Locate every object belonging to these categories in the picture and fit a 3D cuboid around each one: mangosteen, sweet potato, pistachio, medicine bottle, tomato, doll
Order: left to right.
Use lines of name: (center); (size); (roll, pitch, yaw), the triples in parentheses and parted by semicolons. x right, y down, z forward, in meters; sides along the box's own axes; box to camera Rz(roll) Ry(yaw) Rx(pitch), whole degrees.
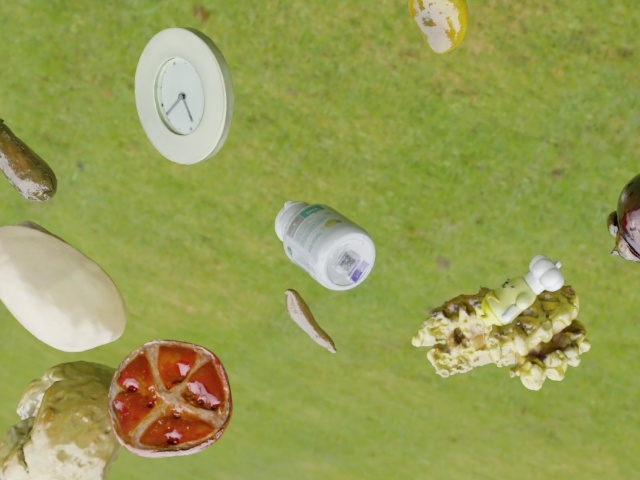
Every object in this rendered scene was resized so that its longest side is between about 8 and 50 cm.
sweet potato: (-0.578, -0.174, 1.892); (0.273, 0.075, 0.075); (48, 164, 5)
pistachio: (-0.478, 0.082, 1.879); (0.299, 0.187, 0.187); (42, 164, 4)
tomato: (-0.183, 0.200, 1.276); (0.156, 0.155, 0.069); (20, 153, 8)
sweet potato: (-0.016, 0.092, 1.191); (0.026, 0.026, 0.115); (7, 144, 42)
medicine bottle: (0.000, 0.000, 2.032); (0.135, 0.135, 0.215); (36, 180, -40)
doll: (0.340, 0.085, 1.755); (0.062, 0.162, 0.106); (51, -170, -16)
mangosteen: (0.405, -0.022, 1.257); (0.140, 0.140, 0.140); (20, 164, 6)

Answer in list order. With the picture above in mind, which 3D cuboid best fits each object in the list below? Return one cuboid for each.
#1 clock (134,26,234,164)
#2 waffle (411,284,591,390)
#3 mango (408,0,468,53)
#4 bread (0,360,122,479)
clock: (-0.232, -0.246, 1.766); (0.235, 0.234, 0.029); (7, -165, 42)
waffle: (0.357, 0.176, 1.994); (0.324, 0.261, 0.151); (4, 114, 55)
mango: (0.205, -0.385, 1.792); (0.103, 0.076, 0.161); (13, 152, 20)
bread: (-0.351, 0.266, 1.400); (0.134, 0.244, 0.244); (34, 161, -19)
